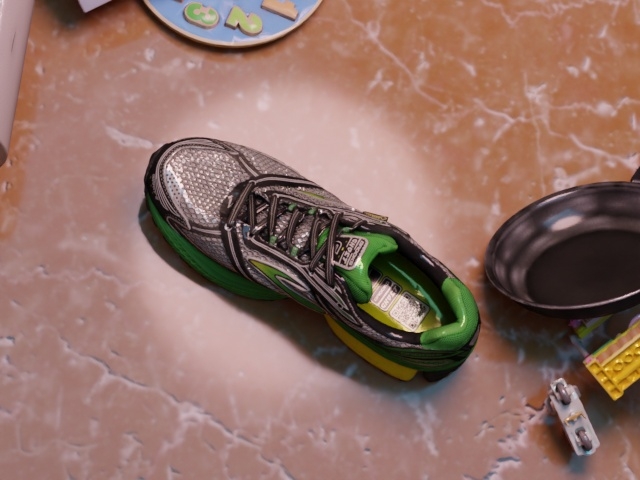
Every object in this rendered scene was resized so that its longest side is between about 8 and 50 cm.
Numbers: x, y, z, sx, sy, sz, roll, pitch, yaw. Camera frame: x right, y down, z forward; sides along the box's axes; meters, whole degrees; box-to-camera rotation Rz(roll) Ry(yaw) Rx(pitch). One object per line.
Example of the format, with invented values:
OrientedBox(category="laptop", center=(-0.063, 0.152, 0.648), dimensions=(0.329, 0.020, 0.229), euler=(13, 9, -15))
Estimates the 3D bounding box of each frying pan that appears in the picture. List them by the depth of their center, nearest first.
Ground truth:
OrientedBox(category="frying pan", center=(0.267, -0.027, 1.596), dimensions=(0.197, 0.053, 0.326), euler=(-5, 33, 21))

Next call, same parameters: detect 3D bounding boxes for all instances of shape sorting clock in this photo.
OrientedBox(category="shape sorting clock", center=(-0.086, -0.285, 1.628), dimensions=(0.206, 0.040, 0.206), euler=(2, 75, -8))

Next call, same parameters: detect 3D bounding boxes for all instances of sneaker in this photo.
OrientedBox(category="sneaker", center=(0.000, 0.000, 1.510), dimensions=(0.343, 0.146, 0.134), euler=(28, 73, 0))

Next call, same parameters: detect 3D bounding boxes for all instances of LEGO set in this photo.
OrientedBox(category="LEGO set", center=(0.338, 0.089, 1.553), dimensions=(0.287, 0.107, 0.132), euler=(-19, 112, -3))

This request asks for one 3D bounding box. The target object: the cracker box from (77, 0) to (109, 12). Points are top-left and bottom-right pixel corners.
OrientedBox(category="cracker box", center=(-0.200, -0.347, 1.524), dimensions=(0.156, 0.067, 0.232), euler=(-27, 118, -5))

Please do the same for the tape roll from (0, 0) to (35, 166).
OrientedBox(category="tape roll", center=(-0.379, -0.170, 1.447), dimensions=(0.246, 0.246, 0.169), euler=(8, 73, -6))
